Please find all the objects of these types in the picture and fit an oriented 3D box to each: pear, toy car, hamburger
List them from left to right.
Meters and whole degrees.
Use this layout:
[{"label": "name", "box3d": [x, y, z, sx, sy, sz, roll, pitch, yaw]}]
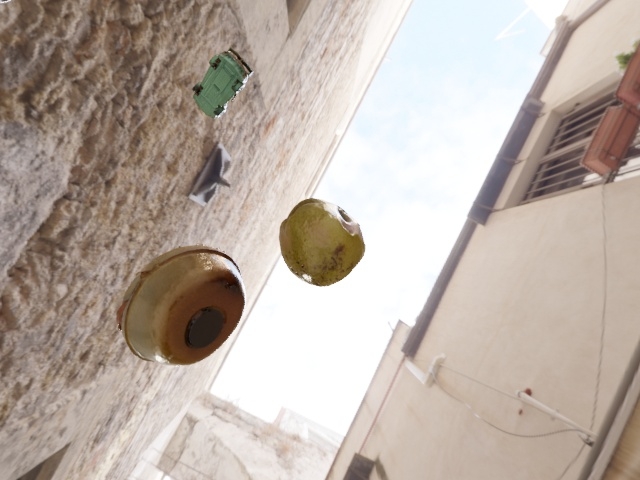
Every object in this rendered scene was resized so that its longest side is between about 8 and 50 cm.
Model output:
[{"label": "hamburger", "box3d": [-0.233, 0.110, 0.792, 0.147, 0.237, 0.237, 33, -95, 34]}, {"label": "toy car", "box3d": [-0.154, -0.236, 0.697, 0.059, 0.122, 0.035, 46, -129, -12]}, {"label": "pear", "box3d": [0.000, 0.000, 0.884, 0.178, 0.178, 0.178, 0, -93, -3]}]

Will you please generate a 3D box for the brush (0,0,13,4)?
[{"label": "brush", "box3d": [-0.483, -0.343, 0.646, 0.084, 0.301, 0.071, -12, -54, 19]}]
